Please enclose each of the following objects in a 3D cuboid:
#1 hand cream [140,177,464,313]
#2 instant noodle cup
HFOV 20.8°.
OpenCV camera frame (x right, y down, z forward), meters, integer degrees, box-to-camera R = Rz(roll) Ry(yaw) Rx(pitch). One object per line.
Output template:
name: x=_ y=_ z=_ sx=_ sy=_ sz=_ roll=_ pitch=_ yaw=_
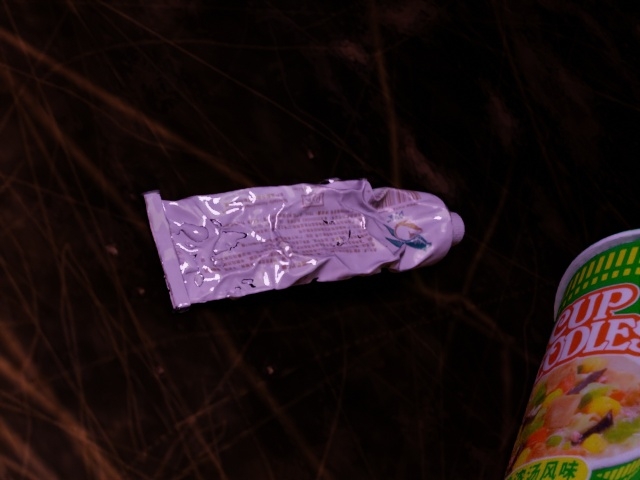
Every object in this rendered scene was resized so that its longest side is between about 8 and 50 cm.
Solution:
hand cream: x=0.002 y=-0.002 z=1.149 sx=0.257 sy=0.050 sz=0.084 roll=-2 pitch=66 yaw=-39
instant noodle cup: x=0.213 y=0.142 z=1.130 sx=0.207 sy=0.207 sz=0.233 roll=42 pitch=48 yaw=-10
